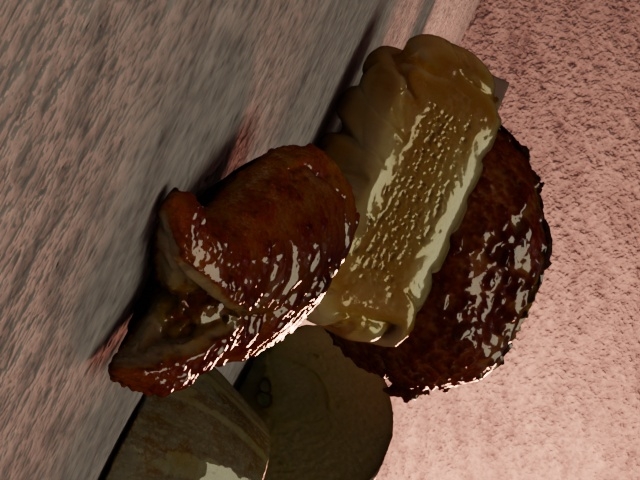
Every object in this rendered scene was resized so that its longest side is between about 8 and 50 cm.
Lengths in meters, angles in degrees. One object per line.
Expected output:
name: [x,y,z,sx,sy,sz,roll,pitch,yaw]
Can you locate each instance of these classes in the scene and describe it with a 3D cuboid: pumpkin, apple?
pumpkin: [-0.109,0.196,1.130,0.217,0.110,0.217,-159,-90,-89]
apple: [-0.055,0.248,1.757,0.254,0.179,0.346,-20,-154,35]

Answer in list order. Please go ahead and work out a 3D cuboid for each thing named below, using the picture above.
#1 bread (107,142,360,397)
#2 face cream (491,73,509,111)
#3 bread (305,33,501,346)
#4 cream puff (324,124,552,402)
bread: [-0.045,0.017,0.904,0.269,0.095,0.139,-42,150,-70]
face cream: [0.172,-0.180,2.126,0.177,0.153,0.177,24,90,-88]
bread: [0.066,-0.053,1.444,0.121,0.173,0.311,19,-98,61]
cream puff: [0.102,0.013,1.638,0.350,0.228,0.350,-5,-96,57]
